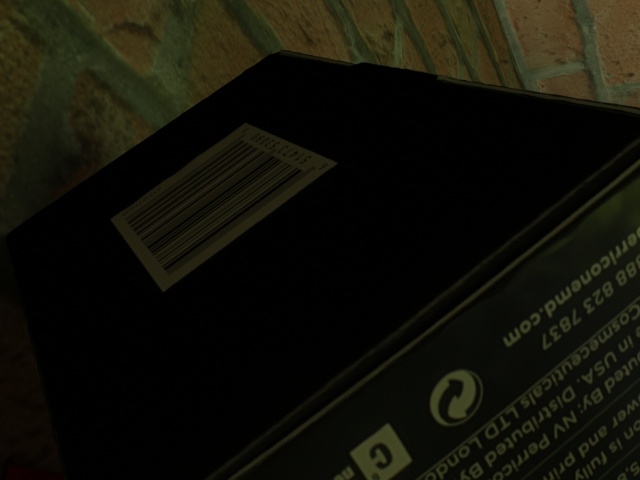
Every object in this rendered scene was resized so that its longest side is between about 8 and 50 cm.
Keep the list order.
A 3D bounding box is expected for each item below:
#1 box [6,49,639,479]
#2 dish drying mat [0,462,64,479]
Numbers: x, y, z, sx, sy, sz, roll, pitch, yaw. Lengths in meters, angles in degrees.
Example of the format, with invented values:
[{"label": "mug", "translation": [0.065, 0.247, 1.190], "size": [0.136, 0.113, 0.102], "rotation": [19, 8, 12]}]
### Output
[{"label": "box", "translation": [0.050, 0.152, 0.606], "size": [0.471, 0.297, 0.480], "rotation": [58, -11, -25]}, {"label": "dish drying mat", "translation": [-0.226, 0.201, 0.683], "size": [0.083, 0.008, 0.032], "rotation": [41, 46, -56]}]
